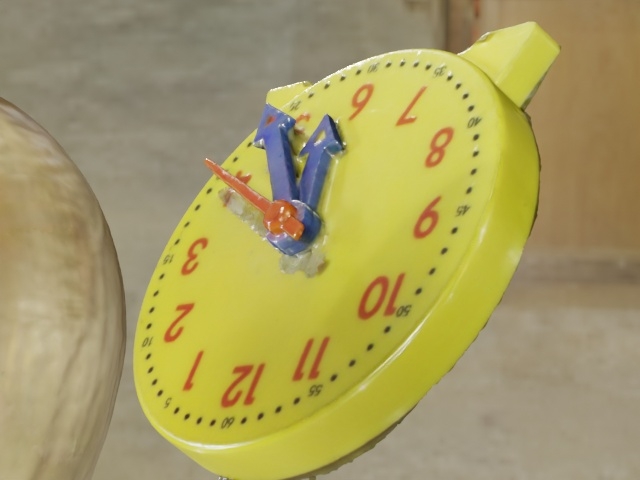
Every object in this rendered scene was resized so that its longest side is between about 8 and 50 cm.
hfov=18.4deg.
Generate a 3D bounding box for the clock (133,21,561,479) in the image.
[{"bbox_3d":[-0.003,-0.001,1.130,0.277,0.071,0.293,-16,46,41],"label":"clock"}]

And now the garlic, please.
[{"bbox_3d":[-0.110,0.028,0.607,0.101,0.196,0.087,-17,-15,28],"label":"garlic"}]
